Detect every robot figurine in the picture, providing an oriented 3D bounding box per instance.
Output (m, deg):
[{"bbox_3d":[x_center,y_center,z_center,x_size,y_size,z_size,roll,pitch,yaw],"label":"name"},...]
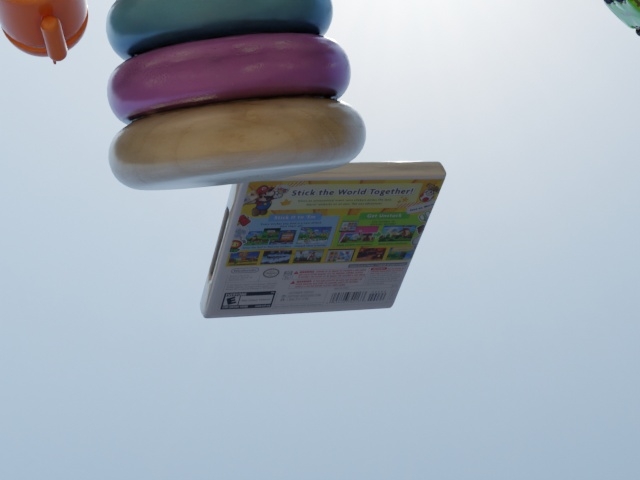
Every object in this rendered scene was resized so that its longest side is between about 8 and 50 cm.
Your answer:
[{"bbox_3d":[-0.382,-0.336,1.785,0.158,0.219,0.128,31,-113,12],"label":"robot figurine"}]

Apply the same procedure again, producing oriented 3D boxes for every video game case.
[{"bbox_3d":[0.000,0.000,1.388,0.227,0.206,0.026,-2,-135,-22],"label":"video game case"}]

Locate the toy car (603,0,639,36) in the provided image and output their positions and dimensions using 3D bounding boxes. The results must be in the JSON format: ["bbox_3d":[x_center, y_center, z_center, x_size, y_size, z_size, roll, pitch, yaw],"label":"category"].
[{"bbox_3d":[0.356,-0.254,1.376,0.053,0.239,0.225,-47,-170,3],"label":"toy car"}]

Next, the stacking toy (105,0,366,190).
[{"bbox_3d":[-0.061,-0.198,0.714,0.141,0.141,0.330,-7,-90,32],"label":"stacking toy"}]
